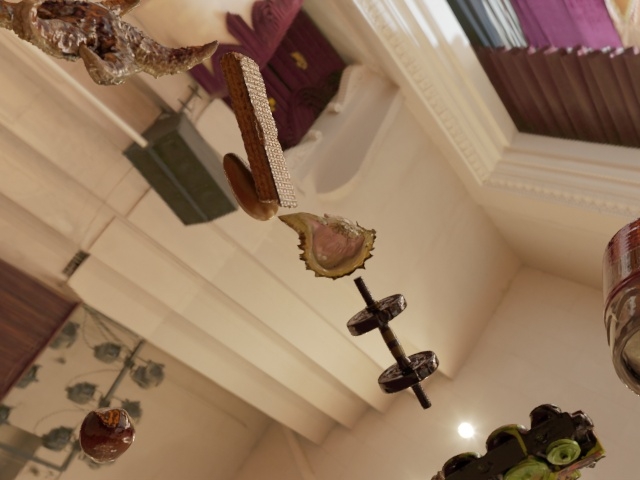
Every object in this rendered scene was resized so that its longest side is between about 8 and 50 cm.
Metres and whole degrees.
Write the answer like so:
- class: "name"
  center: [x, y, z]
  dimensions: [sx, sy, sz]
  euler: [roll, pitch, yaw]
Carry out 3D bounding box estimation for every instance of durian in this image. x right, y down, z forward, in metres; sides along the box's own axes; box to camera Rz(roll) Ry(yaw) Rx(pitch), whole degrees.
- class: "durian"
  center: [0.000, -0.010, 1.179]
  dimensions: [0.140, 0.224, 0.078]
  euler: [-51, -145, 13]

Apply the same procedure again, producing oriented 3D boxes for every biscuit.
- class: "biscuit"
  center: [-0.139, -0.247, 1.410]
  dimensions: [0.054, 0.094, 0.378]
  euler: [-21, -99, 26]

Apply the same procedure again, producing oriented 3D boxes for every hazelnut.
- class: "hazelnut"
  center: [-0.308, 0.281, 0.900]
  dimensions: [0.086, 0.086, 0.086]
  euler: [-25, -138, 25]

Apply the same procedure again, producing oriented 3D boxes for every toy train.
- class: "toy train"
  center: [0.352, 0.397, 1.078]
  dimensions: [0.296, 0.160, 0.100]
  euler: [-37, -151, 19]

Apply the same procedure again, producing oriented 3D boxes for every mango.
- class: "mango"
  center: [-0.171, -0.125, 1.465]
  dimensions: [0.085, 0.184, 0.102]
  euler: [-38, -172, 3]

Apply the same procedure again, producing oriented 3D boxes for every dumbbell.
- class: "dumbbell"
  center: [0.158, 0.224, 1.359]
  dimensions: [0.143, 0.325, 0.143]
  euler: [-29, -179, 1]

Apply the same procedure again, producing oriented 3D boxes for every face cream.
- class: "face cream"
  center: [0.448, 0.083, 0.774]
  dimensions: [0.175, 0.175, 0.195]
  euler: [-16, -150, 33]

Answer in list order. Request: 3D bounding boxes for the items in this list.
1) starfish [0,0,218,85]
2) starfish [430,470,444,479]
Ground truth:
- class: "starfish"
  center: [-0.209, -0.199, 0.595]
  dimensions: [0.071, 0.216, 0.238]
  euler: [-55, -152, 26]
- class: "starfish"
  center: [0.244, 0.527, 1.249]
  dimensions: [0.240, 0.043, 0.227]
  euler: [-54, -178, 29]
